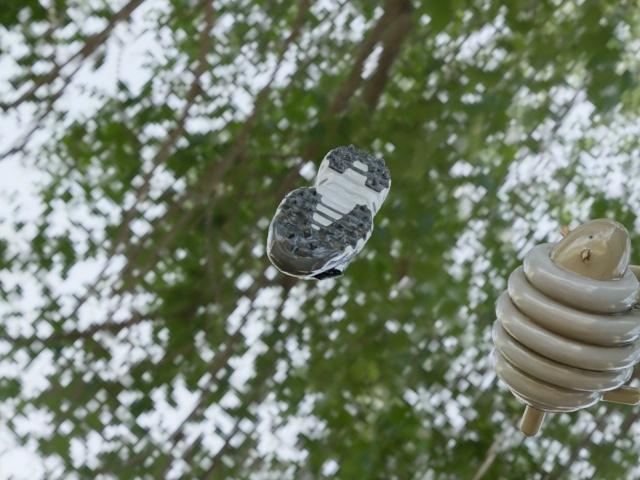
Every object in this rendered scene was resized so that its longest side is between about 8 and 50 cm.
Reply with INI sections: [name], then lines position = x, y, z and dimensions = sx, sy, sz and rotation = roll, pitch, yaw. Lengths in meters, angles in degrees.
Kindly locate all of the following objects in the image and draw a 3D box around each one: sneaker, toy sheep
[sneaker]
position = 0.000, 0.000, 1.264
dimensions = 0.078, 0.234, 0.106
rotation = 27, -65, 4
[toy sheep]
position = 0.135, 0.049, 0.784
dimensions = 0.091, 0.091, 0.132
rotation = 24, -70, 27
